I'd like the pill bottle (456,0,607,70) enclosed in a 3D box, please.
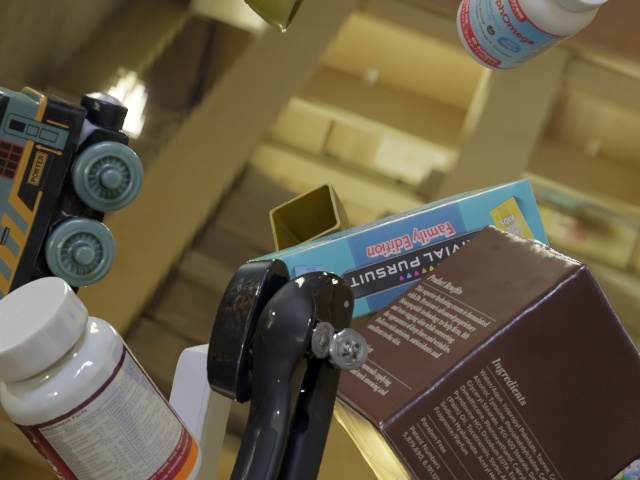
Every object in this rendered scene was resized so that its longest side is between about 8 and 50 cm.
[{"bbox_3d":[0.198,-0.218,1.628,0.160,0.087,0.087,-29,33,61],"label":"pill bottle"}]

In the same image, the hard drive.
[{"bbox_3d":[-0.133,0.211,1.863,0.307,0.040,0.203,47,-125,-87],"label":"hard drive"}]

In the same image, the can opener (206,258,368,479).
[{"bbox_3d":[-0.021,0.101,0.873,0.059,0.073,0.186,17,-104,-41],"label":"can opener"}]

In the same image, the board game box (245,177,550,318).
[{"bbox_3d":[0.066,0.019,1.803,0.336,0.254,0.079,175,78,-84],"label":"board game box"}]

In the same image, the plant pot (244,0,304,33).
[{"bbox_3d":[-0.048,-0.285,1.760,0.134,0.095,0.134,-63,0,0],"label":"plant pot"}]

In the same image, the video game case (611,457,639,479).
[{"bbox_3d":[0.344,0.294,2.099,0.015,0.119,0.166,-172,80,-69],"label":"video game case"}]

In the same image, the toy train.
[{"bbox_3d":[-0.320,-0.013,1.922,0.333,0.190,0.142,-70,23,5],"label":"toy train"}]

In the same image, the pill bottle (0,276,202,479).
[{"bbox_3d":[-0.209,0.146,1.592,0.221,0.121,0.121,57,-141,-28],"label":"pill bottle"}]

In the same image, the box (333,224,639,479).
[{"bbox_3d":[0.133,0.123,1.410,0.203,0.167,0.168,-37,21,-9],"label":"box"}]

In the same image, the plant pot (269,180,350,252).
[{"bbox_3d":[0.000,0.000,2.037,0.083,0.081,0.081,53,-164,-40],"label":"plant pot"}]
